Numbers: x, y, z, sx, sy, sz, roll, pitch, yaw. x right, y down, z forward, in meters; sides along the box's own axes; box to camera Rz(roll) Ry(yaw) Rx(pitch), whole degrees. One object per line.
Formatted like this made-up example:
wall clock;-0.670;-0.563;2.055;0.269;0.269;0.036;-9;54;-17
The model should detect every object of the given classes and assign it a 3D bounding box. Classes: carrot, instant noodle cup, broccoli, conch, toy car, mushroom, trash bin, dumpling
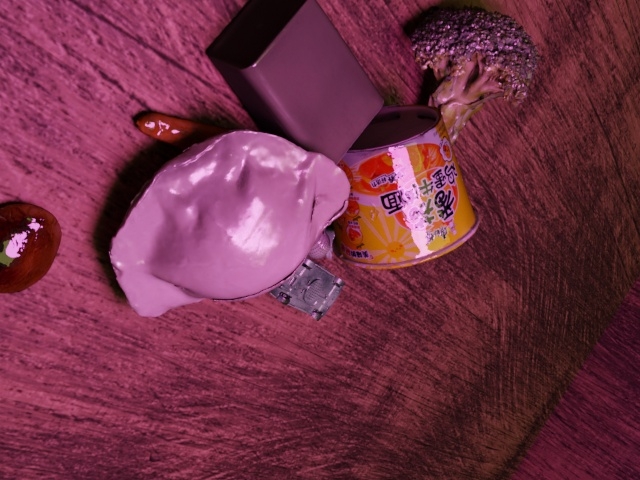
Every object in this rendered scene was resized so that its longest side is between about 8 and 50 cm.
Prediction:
carrot;-0.174;-0.147;1.124;0.210;0.061;0.061;9;107;-46
instant noodle cup;0.121;-0.099;1.314;0.264;0.264;0.200;-32;121;-29
broccoli;0.229;-0.242;1.405;0.252;0.221;0.361;-47;163;-81
conch;-0.004;-0.002;1.402;0.085;0.057;0.076;75;35;-66
toy car;-0.036;0.074;1.402;0.090;0.076;0.224;-57;150;-1
mushroom;-0.385;0.012;1.000;0.123;0.052;0.123;-31;137;-35
trash bin;-0.032;-0.240;1.161;0.164;0.122;0.240;-51;139;-10
dumpling;-0.129;-0.032;1.131;0.341;0.181;0.260;-12;137;9
